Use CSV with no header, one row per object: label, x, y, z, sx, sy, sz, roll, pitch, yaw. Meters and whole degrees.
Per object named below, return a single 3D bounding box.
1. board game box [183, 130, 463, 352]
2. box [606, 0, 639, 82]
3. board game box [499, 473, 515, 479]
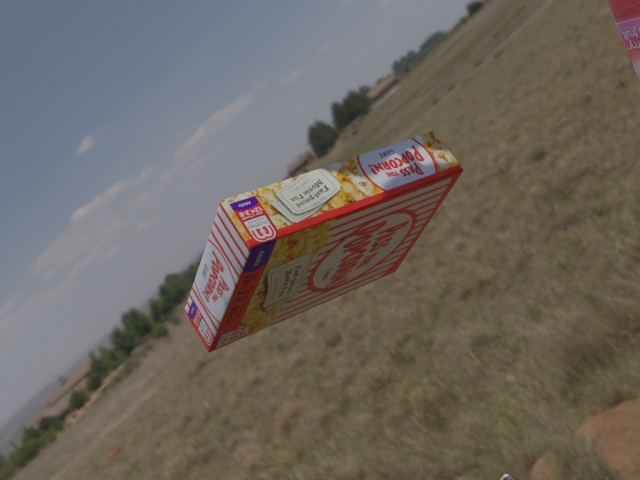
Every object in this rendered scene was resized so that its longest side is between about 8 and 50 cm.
board game box,0.000,0.000,0.686,0.193,0.045,0.147,-22,-24,-31
box,0.327,-0.157,0.527,0.142,0.154,0.300,-29,11,-15
board game box,0.027,0.189,0.414,0.186,0.026,0.126,-42,-23,-10
